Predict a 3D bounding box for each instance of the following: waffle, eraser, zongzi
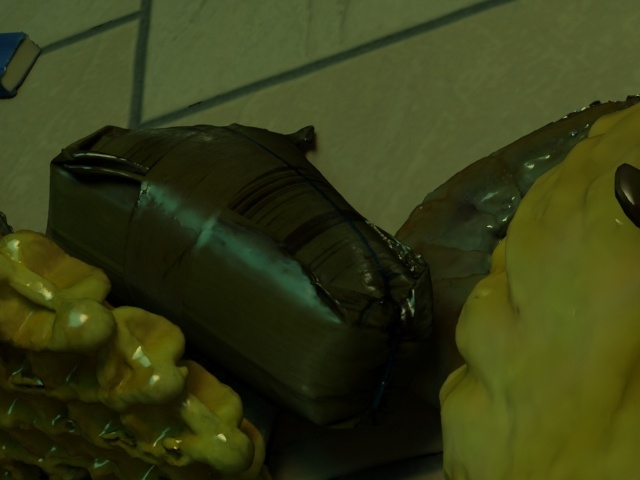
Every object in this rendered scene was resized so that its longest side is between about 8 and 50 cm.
[{"bbox_3d":[-0.159,0.079,0.739,0.309,0.283,0.065,33,57,5],"label":"waffle"},{"bbox_3d":[-0.311,-0.163,1.252,0.084,0.027,0.063,2,53,32],"label":"eraser"},{"bbox_3d":[0.000,0.000,0.853,0.260,0.123,0.289,26,24,29],"label":"zongzi"}]

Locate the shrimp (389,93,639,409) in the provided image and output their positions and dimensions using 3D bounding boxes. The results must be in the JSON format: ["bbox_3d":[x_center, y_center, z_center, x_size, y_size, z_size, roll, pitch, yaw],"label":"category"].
[{"bbox_3d":[0.123,0.018,0.832,0.185,0.068,0.287,-4,42,23],"label":"shrimp"}]

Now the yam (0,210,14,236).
[{"bbox_3d":[-0.400,-0.006,1.046,0.348,0.241,0.241,28,70,41],"label":"yam"}]

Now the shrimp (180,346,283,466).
[{"bbox_3d":[-0.107,0.132,0.851,0.178,0.075,0.289,-10,48,29],"label":"shrimp"}]

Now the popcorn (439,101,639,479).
[{"bbox_3d":[0.230,0.096,0.510,0.349,0.381,0.349,-38,44,48],"label":"popcorn"}]
